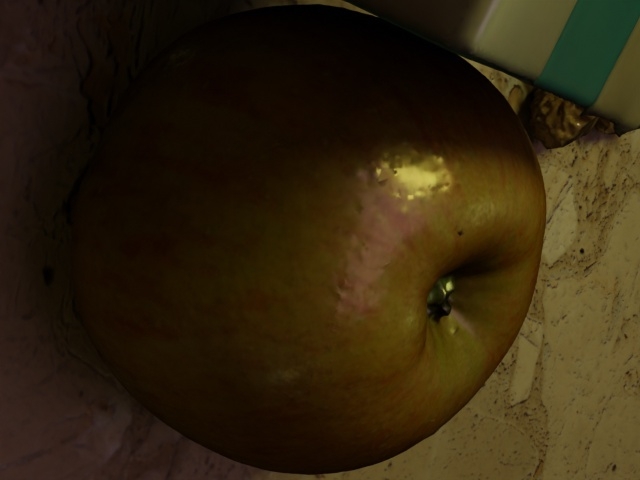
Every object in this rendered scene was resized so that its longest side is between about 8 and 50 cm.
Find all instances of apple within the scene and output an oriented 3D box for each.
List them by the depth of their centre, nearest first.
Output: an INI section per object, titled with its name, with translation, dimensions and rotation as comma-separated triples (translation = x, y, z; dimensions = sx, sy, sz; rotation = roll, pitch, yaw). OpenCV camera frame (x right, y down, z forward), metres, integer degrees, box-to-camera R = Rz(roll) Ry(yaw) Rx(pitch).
[apple]
translation = 0.000, 0.000, 1.410
dimensions = 0.400, 0.334, 0.400
rotation = -10, 105, -40

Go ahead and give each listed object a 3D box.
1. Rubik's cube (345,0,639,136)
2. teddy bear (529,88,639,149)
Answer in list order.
[Rubik's cube]
translation = 0.110, -0.316, 1.227
dimensions = 0.347, 0.347, 0.344
rotation = 11, 107, -63
[teddy bear]
translation = 0.301, -0.257, 1.758
dimensions = 0.246, 0.296, 0.222
rotation = -16, 67, -46
